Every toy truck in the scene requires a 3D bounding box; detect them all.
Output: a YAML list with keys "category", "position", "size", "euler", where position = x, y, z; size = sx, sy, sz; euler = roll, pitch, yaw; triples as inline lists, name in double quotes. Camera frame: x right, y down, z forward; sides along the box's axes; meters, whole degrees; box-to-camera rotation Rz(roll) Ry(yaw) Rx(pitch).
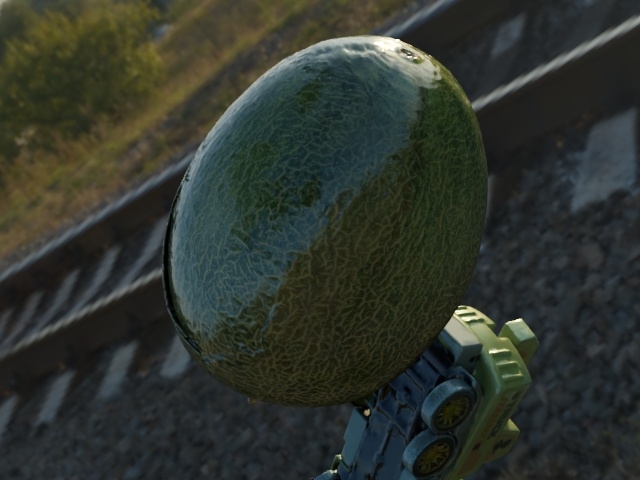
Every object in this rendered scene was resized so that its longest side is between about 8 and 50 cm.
- category: "toy truck"
  position: [0.064, 0.111, 0.674]
  size: [0.077, 0.100, 0.169]
  euler: [45, 130, 42]

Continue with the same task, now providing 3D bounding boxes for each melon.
- category: "melon"
  position: [0.000, 0.000, 0.550]
  size: [0.139, 0.139, 0.192]
  euler: [-77, 13, -66]
